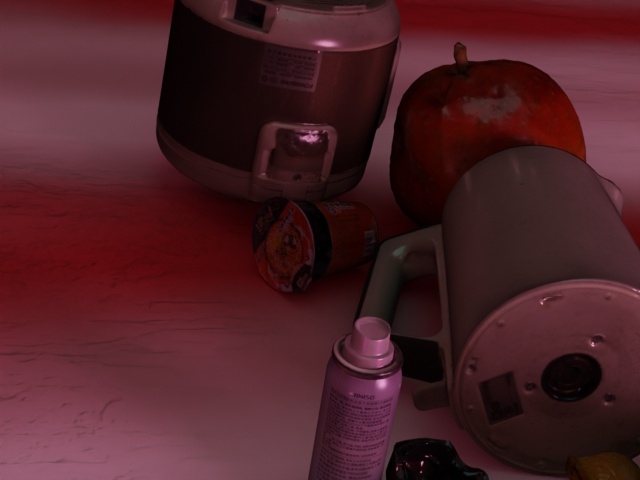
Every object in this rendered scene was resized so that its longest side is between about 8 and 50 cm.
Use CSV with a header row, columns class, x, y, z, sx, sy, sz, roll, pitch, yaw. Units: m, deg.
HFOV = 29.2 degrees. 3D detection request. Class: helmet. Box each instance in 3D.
class,x,y,z,sx,sy,sz,roll,pitch,yaw
helmet,0.114,0.257,1.237,0.098,0.070,0.123,-5,39,-39

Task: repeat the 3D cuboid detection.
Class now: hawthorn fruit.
class,x,y,z,sx,sy,sz,roll,pitch,yaw
hawthorn fruit,0.226,-0.131,1.710,0.275,0.300,0.275,-13,18,4

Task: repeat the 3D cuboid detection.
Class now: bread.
class,x,y,z,sx,sy,sz,roll,pitch,yaw
bread,0.304,0.266,1.187,0.065,0.188,0.149,-36,51,1

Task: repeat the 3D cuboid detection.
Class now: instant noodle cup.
class,x,y,z,sx,sy,sz,roll,pitch,yaw
instant noodle cup,0.000,-0.002,1.594,0.135,0.127,0.127,-9,35,-41

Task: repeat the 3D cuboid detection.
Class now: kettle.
class,x,y,z,sx,sy,sz,roll,pitch,yaw
kettle,0.215,0.076,1.447,0.361,0.250,0.377,-18,27,10

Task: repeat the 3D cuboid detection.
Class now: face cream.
class,x,y,z,sx,sy,sz,roll,pitch,yaw
face cream,0.034,0.177,1.195,0.075,0.229,0.075,7,31,-4

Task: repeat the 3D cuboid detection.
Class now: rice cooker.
class,x,y,z,sx,sy,sz,roll,pitch,yaw
rice cooker,-0.060,-0.218,1.719,0.335,0.325,0.335,10,28,-6
